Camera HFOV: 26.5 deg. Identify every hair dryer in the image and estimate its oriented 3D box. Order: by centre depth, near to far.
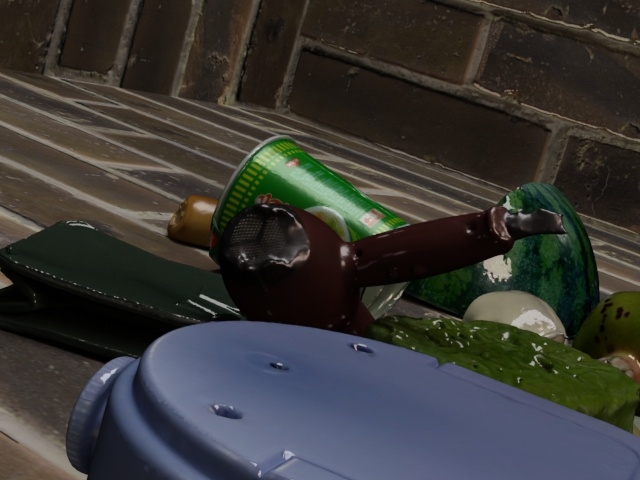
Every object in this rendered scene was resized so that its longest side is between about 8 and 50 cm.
[{"bbox_3d":[0.093,0.034,1.354,0.340,0.123,0.312,-12,-27,23],"label":"hair dryer"}]

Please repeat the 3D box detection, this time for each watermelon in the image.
[{"bbox_3d":[0.299,0.012,2.108,0.319,0.222,0.292,18,6,12],"label":"watermelon"}]

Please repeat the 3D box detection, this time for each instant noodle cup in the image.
[{"bbox_3d":[0.000,0.000,1.818,0.232,0.207,0.207,30,14,23],"label":"instant noodle cup"}]

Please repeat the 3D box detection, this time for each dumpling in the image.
[{"bbox_3d":[0.216,0.127,1.654,0.166,0.126,0.216,-11,26,0],"label":"dumpling"}]

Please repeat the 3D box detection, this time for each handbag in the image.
[{"bbox_3d":[-0.193,0.063,1.414,0.260,0.079,0.247,18,10,6],"label":"handbag"}]

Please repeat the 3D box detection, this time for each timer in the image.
[{"bbox_3d":[0.020,0.179,0.812,0.395,0.173,0.395,15,11,-3],"label":"timer"}]

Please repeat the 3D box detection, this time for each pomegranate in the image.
[{"bbox_3d":[0.371,0.146,1.587,0.180,0.180,0.209,22,14,30],"label":"pomegranate"}]

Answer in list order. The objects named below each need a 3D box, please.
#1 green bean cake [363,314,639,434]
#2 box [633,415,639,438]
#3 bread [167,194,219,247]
[{"bbox_3d":[0.176,0.158,1.330,0.248,0.125,0.222,7,13,-43],"label":"green bean cake"},{"bbox_3d":[0.423,0.258,1.409,0.210,0.045,0.270,15,9,-8],"label":"box"},{"bbox_3d":[-0.104,-0.014,2.004,0.239,0.074,0.092,13,15,-16],"label":"bread"}]
